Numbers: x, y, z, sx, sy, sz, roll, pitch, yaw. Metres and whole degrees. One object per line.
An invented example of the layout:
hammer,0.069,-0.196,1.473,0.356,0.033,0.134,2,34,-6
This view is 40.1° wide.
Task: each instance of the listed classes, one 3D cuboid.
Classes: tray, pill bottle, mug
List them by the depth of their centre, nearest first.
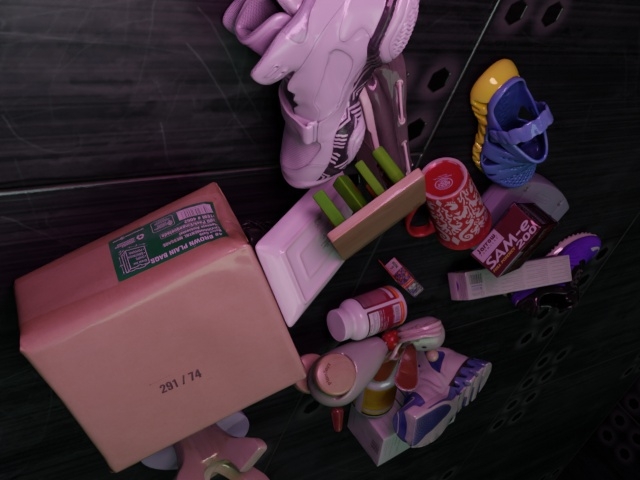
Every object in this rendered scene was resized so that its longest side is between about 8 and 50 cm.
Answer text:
tray,0.000,0.000,1.360,0.270,0.030,0.145,-49,125,-47
mug,0.234,-0.059,1.629,0.150,0.113,0.169,-42,145,-5
pill bottle,0.091,0.149,1.754,0.152,0.086,0.086,-16,140,-32
pill bottle,0.124,0.309,1.963,0.103,0.103,0.184,-25,145,-23

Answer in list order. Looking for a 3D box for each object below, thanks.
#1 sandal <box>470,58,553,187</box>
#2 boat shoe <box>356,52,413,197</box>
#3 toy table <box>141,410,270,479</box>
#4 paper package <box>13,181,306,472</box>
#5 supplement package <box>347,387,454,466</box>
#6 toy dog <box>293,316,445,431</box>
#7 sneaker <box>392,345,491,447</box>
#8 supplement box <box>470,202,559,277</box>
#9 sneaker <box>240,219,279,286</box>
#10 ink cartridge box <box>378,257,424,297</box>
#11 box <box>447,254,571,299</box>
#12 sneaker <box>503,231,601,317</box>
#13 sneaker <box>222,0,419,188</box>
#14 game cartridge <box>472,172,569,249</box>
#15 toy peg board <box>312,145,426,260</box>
sandal,0.353,-0.179,1.582,0.126,0.138,0.317,-40,150,-4
boat shoe,0.109,-0.158,1.379,0.095,0.112,0.335,-30,143,-8
toy table,-0.216,0.428,1.709,0.274,0.161,0.252,1,129,-45
paper package,-0.224,0.128,1.248,0.324,0.168,0.309,-25,133,-6
supplement package,0.207,0.415,2.148,0.244,0.134,0.139,-25,145,-23
toy dog,0.110,0.273,1.767,0.333,0.161,0.220,-17,180,0
sneaker,0.239,0.337,2.023,0.315,0.182,0.127,-29,137,-43
supplement box,0.387,-0.005,1.726,0.130,0.073,0.239,-52,163,17
sneaker,-0.078,0.018,1.409,0.286,0.109,0.130,-27,142,-22
ink cartridge box,0.162,0.068,1.749,0.029,0.063,0.115,-42,148,5
box,0.433,0.083,1.989,0.324,0.063,0.067,-8,92,-31
sneaker,0.597,0.099,2.154,0.293,0.146,0.102,-30,146,-15
sneaker,-0.033,-0.215,1.154,0.210,0.137,0.366,-3,139,-31
game cartridge,0.417,-0.055,1.875,0.196,0.060,0.294,-49,147,20
toy peg board,0.069,-0.060,1.303,0.161,0.079,0.160,-36,167,0
